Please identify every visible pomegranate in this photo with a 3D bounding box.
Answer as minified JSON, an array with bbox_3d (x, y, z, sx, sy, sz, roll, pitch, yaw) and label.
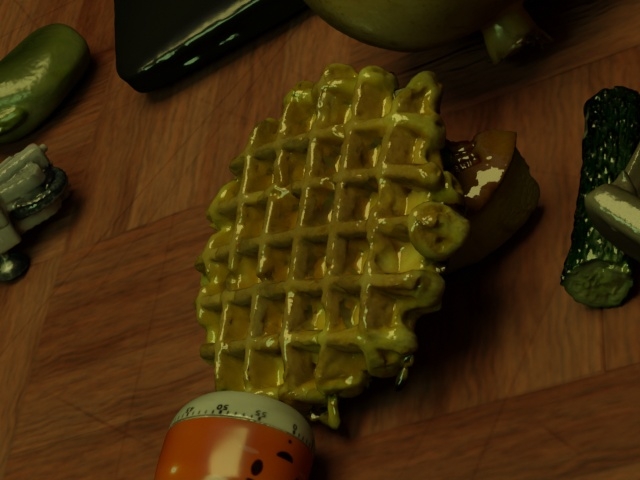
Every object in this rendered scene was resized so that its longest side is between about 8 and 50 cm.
[{"bbox_3d":[0.106,-0.301,1.306,0.319,0.319,0.319,-23,41,21],"label":"pomegranate"}]

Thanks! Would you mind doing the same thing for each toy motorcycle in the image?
[{"bbox_3d":[-0.393,-0.022,1.579,0.260,0.110,0.171,-32,34,-5],"label":"toy motorcycle"}]

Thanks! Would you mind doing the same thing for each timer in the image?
[{"bbox_3d":[-0.071,0.182,1.125,0.136,0.099,0.136,-34,28,21],"label":"timer"}]

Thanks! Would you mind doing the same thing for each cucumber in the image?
[{"bbox_3d":[0.223,-0.038,1.134,0.058,0.058,0.187,-12,47,32],"label":"cucumber"}]

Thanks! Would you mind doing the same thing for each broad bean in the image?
[{"bbox_3d":[-0.347,-0.184,1.729,0.174,0.082,0.124,-44,39,-4],"label":"broad bean"}]

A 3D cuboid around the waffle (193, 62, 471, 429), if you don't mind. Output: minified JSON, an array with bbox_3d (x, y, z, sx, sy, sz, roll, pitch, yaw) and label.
[{"bbox_3d":[-0.007,0.008,1.193,0.329,0.062,0.329,-22,59,43],"label":"waffle"}]

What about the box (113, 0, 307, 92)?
[{"bbox_3d":[-0.109,-0.313,1.668,0.289,0.073,0.290,-29,40,15],"label":"box"}]

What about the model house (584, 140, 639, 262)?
[{"bbox_3d":[0.297,-0.024,0.965,0.188,0.229,0.122,-57,1,-15],"label":"model house"}]

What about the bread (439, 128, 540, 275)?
[{"bbox_3d":[0.094,-0.032,1.208,0.156,0.086,0.125,14,67,49],"label":"bread"}]
